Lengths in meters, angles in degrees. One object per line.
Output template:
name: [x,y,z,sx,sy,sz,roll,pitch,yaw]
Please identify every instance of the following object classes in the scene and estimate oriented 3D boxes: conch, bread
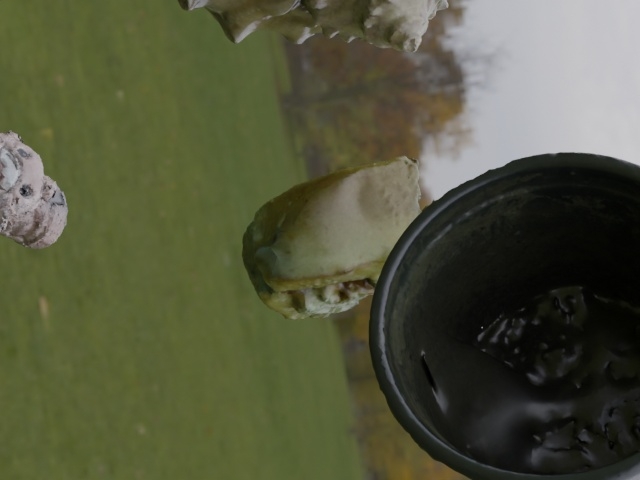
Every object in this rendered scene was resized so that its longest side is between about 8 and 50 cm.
conch: [-0.024,-0.243,1.266,0.324,0.263,0.186,-128,-149,-45]
bread: [0.003,-0.003,1.252,0.110,0.156,0.103,10,52,-48]

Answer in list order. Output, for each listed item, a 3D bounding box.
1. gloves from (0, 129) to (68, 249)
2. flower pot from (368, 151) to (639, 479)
gloves: [-0.307,-0.049,1.606,0.110,0.094,0.144,68,15,14]
flower pot: [0.108,0.055,0.720,0.107,0.157,0.157,64,14,-56]
